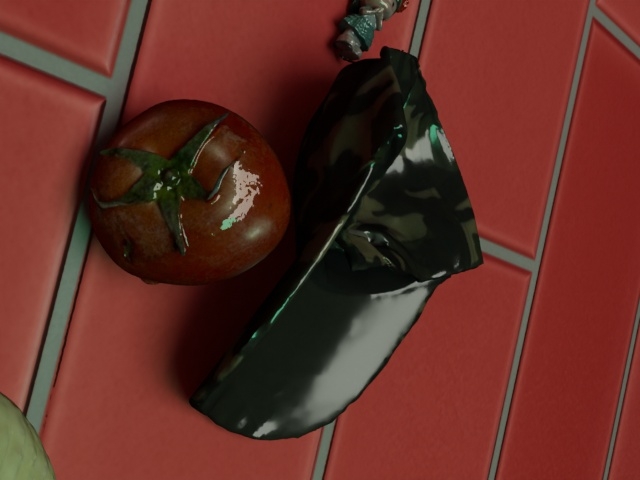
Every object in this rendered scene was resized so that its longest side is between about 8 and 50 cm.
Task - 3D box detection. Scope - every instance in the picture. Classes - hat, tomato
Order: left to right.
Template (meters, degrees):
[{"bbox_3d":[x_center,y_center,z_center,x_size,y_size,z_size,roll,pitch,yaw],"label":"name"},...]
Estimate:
[{"bbox_3d":[-0.106,-0.038,0.870,0.167,0.167,0.167,-12,105,-48],"label":"tomato"},{"bbox_3d":[0.000,0.000,1.027,0.381,0.257,0.366,-33,148,0],"label":"hat"}]

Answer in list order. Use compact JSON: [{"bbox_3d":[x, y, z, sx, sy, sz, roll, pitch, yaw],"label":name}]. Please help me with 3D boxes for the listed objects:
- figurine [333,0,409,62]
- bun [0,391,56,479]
[{"bbox_3d":[0.054,-0.239,1.091,0.060,0.047,0.106,41,69,-27],"label":"figurine"},{"bbox_3d":[-0.314,0.241,0.615,0.361,0.213,0.361,1,90,-73],"label":"bun"}]
